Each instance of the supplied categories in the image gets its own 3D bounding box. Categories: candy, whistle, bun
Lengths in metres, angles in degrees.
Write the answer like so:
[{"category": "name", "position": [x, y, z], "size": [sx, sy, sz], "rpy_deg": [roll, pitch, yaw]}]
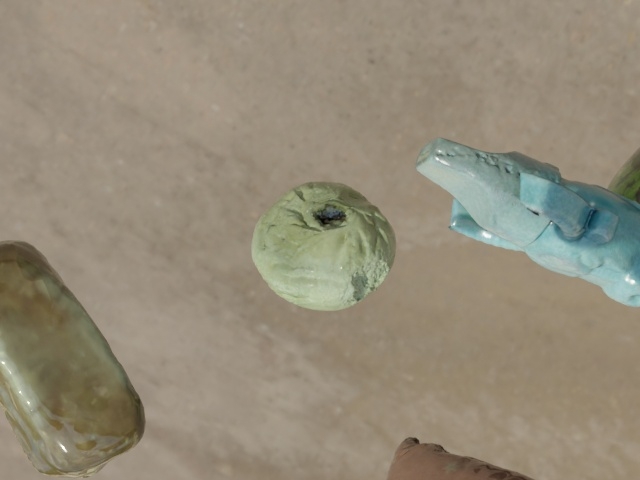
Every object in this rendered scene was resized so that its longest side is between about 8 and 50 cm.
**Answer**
[{"category": "candy", "position": [-0.263, 0.114, 1.268], "size": [0.234, 0.102, 0.104], "rpy_deg": [59, 147, 4]}, {"category": "whistle", "position": [0.215, -0.022, 1.228], "size": [0.273, 0.093, 0.186], "rpy_deg": [25, 168, -11]}, {"category": "bun", "position": [-0.002, -0.001, 1.965], "size": [0.221, 0.221, 0.108], "rpy_deg": [11, 150, 27]}]

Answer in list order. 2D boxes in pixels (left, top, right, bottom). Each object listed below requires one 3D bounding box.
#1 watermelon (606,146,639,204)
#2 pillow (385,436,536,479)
[{"category": "watermelon", "position": [0.495, -0.059, 1.480], "size": [0.330, 0.331, 0.189], "rpy_deg": [24, 125, 5]}, {"category": "pillow", "position": [0.111, 0.283, 1.089], "size": [0.223, 0.236, 0.084], "rpy_deg": [11, 159, 46]}]
